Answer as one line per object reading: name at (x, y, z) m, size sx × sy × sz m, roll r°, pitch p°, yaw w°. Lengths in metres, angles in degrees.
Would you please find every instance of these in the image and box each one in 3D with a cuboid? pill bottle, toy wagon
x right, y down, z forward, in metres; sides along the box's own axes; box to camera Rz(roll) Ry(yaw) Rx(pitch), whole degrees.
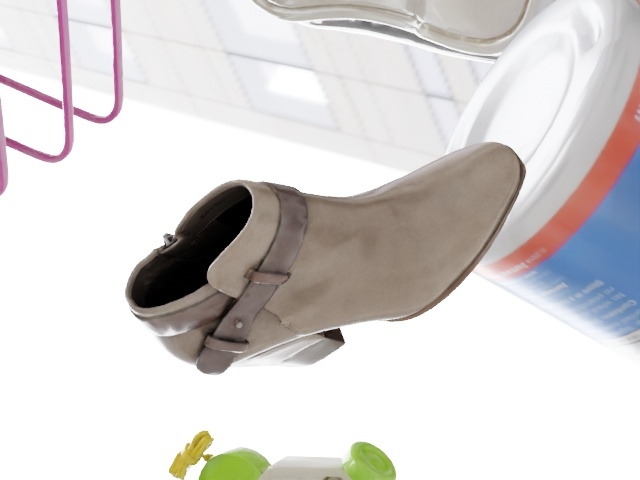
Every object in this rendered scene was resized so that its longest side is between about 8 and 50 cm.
pill bottle at (0.167, 0.002, 0.648) m, size 0.221 × 0.124 × 0.124 m, roll 28°, pitch -98°, yaw -17°
toy wagon at (-0.006, 0.316, 1.589) m, size 0.267 × 0.344 × 0.068 m, roll -52°, pitch -15°, yaw 24°

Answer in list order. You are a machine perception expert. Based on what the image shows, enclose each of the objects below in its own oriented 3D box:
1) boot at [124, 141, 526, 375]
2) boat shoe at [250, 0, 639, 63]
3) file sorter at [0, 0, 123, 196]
boot at (0.000, 0.000, 0.493) m, size 0.118 × 0.042 × 0.087 m, roll -44°, pitch -35°, yaw 12°
boat shoe at (0.047, -0.163, 0.880) m, size 0.095 × 0.335 × 0.112 m, roll -2°, pitch -70°, yaw -35°
file sorter at (-0.295, -0.124, 1.145) m, size 0.291 × 0.182 × 0.202 m, roll -41°, pitch -35°, yaw -43°
